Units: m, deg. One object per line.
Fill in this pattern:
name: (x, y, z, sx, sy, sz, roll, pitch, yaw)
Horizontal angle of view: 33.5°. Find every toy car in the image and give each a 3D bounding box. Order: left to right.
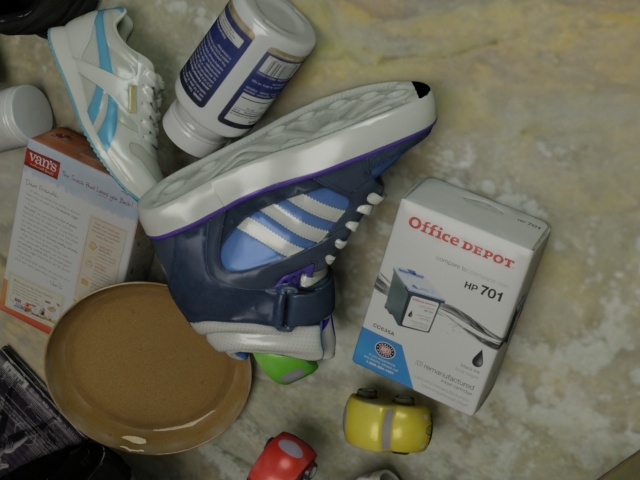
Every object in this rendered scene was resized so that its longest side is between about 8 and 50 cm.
toy car: (-0.022, 0.167, 1.152, 0.239, 0.053, 0.225, -29, 80, 20)

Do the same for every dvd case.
dvd case: (-0.416, 0.264, 1.418, 0.164, 0.018, 0.221, 45, 119, 3)

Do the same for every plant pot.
plant pot: (-0.196, 0.143, 1.221, 0.236, 0.032, 0.236, 0, 118, 0)

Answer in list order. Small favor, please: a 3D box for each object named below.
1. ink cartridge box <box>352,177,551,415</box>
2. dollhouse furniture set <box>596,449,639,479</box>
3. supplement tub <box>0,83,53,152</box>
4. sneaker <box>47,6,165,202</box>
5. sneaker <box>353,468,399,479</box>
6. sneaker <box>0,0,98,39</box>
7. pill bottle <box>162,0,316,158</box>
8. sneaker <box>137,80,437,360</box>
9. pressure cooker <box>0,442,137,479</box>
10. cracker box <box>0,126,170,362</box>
ink cartridge box: (0.127, 0.054, 1.055, 0.139, 0.082, 0.191, 23, 117, 17)
dollhouse furniture set: (0.386, 0.405, 0.954, 0.394, 0.256, 0.362, 46, 120, 4)
supplement tub: (-0.372, -0.137, 1.228, 0.107, 0.071, 0.071, -10, 103, 28)
sneaker: (-0.204, -0.140, 1.114, 0.092, 0.087, 0.229, -25, 81, 0)
sneaker: (0.026, 0.328, 1.201, 0.305, 0.114, 0.152, 0, 87, 26)
sneaker: (-0.254, -0.314, 1.078, 0.109, 0.130, 0.286, 41, 118, 9)
pill bottle: (-0.088, -0.165, 1.071, 0.094, 0.094, 0.169, 45, 120, 5)
sneaker: (0.000, 0.000, 1.073, 0.322, 0.130, 0.236, -23, 113, 8)
pressure cooker: (-0.295, 0.497, 1.245, 0.370, 0.375, 0.420, -11, 108, 58)
cracker box: (-0.275, 0.005, 1.234, 0.155, 0.067, 0.232, 25, 117, 14)
